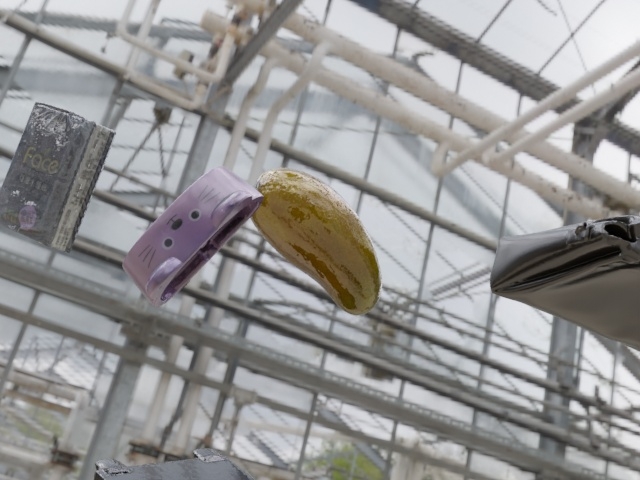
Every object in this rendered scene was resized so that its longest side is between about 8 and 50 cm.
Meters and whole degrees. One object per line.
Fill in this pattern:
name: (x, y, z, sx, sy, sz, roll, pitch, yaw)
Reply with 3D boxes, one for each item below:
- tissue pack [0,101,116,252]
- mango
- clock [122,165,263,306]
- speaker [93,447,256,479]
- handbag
tissue pack: (-0.316, -0.076, 1.020, 0.112, 0.156, 0.051, 20, -2, 31)
mango: (0.000, 0.000, 1.117, 0.227, 0.099, 0.136, 50, -34, -7)
clock: (-0.127, -0.007, 0.836, 0.050, 0.153, 0.110, 43, -4, 4)
speaker: (-0.183, 0.427, 1.216, 0.232, 0.184, 0.254, 6, 11, -41)
handbag: (0.405, 0.049, 1.155, 0.285, 0.113, 0.257, 22, -21, -17)
